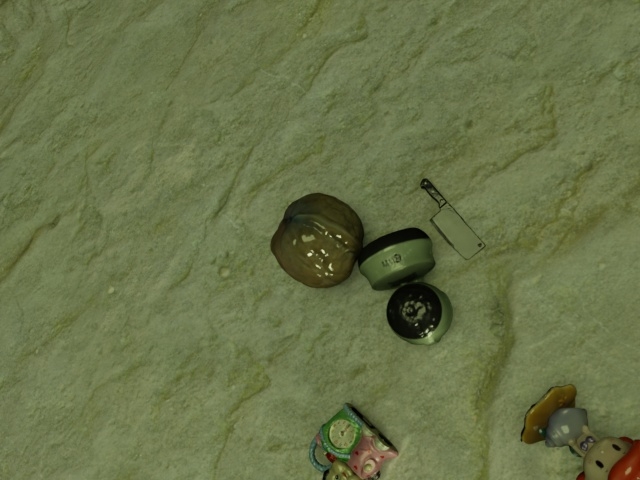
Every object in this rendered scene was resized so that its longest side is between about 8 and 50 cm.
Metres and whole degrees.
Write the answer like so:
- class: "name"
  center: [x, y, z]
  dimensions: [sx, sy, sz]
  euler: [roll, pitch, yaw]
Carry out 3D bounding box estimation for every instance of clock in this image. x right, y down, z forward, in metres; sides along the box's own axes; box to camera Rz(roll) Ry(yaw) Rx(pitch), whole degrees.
- class: "clock"
  center: [0.068, 0.537, 1.495]
  dimensions: [0.194, 0.100, 0.196]
  euler: [38, 91, 29]

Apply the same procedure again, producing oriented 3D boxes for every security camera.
- class: "security camera"
  center: [0.221, 0.128, 1.474]
  dimensions: [0.196, 0.191, 0.278]
  euler: [-26, 70, 14]

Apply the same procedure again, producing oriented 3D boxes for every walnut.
- class: "walnut"
  center: [-0.001, 0.001, 1.574]
  dimensions: [0.248, 0.248, 0.249]
  euler: [-5, 76, 21]

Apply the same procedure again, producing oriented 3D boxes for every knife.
- class: "knife"
  center: [0.327, -0.057, 1.566]
  dimensions: [0.072, 0.019, 0.245]
  euler: [-40, 68, 11]

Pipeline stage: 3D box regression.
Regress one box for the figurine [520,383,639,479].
- class: "figurine"
  center: [0.575, 0.442, 1.241]
  dimensions: [0.257, 0.180, 0.209]
  euler: [44, 140, 50]
